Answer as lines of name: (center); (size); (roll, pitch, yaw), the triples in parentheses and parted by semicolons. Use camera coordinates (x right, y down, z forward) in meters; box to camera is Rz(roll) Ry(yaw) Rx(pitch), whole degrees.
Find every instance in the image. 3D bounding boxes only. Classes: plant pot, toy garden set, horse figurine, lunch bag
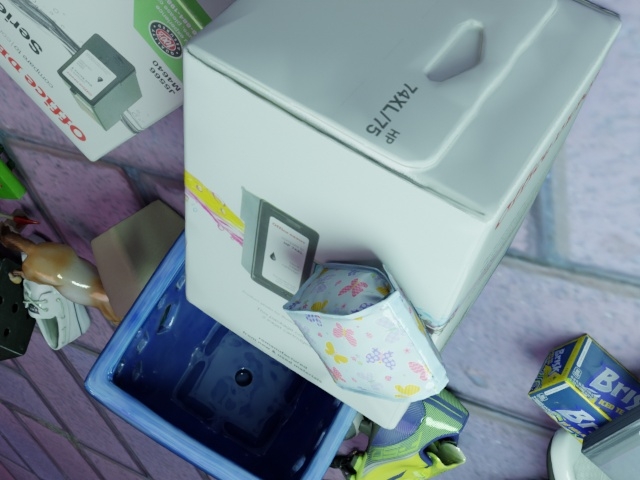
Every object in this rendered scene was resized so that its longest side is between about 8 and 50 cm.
plant pot: (-0.204, 0.015, 1.014); (0.109, 0.109, 0.096); (-21, 102, 54)
toy garden set: (-0.488, -0.082, 1.221); (0.244, 0.049, 0.203); (5, 139, 35)
horse figurine: (-0.334, 0.056, 1.186); (0.263, 0.066, 0.174); (32, 155, -12)
lunch bag: (0.032, 0.052, 0.494); (0.083, 0.053, 0.071); (3, 132, 55)
plant pot: (-0.075, 0.133, 0.899); (0.236, 0.236, 0.212); (30, 159, 5)
plant pot: (-0.547, 0.095, 1.354); (0.167, 0.187, 0.188); (5, 160, 18)

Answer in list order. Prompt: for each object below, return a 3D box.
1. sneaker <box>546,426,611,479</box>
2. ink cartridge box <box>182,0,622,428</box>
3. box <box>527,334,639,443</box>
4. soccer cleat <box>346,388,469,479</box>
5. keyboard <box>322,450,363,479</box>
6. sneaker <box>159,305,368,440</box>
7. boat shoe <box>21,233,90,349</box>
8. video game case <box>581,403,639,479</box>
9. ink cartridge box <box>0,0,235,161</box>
sneaker: (0.243, 0.288, 0.897); (0.147, 0.104, 0.295); (1, 137, 37)
ink cartridge box: (0.040, -0.044, 0.600); (0.197, 0.198, 0.270); (31, 146, 13)
box: (0.268, 0.163, 0.760); (0.169, 0.059, 0.054); (41, 144, -4)
soccer cleat: (0.104, 0.253, 1.010); (0.121, 0.093, 0.289); (22, 145, 13)
keyboard: (0.058, 0.380, 1.270); (0.201, 0.033, 0.317); (49, 146, -16)
sneaker: (-0.102, 0.196, 1.059); (0.296, 0.178, 0.123); (32, 147, 10)
boat shoe: (-0.418, 0.090, 1.338); (0.083, 0.075, 0.226); (20, 143, 27)
video game case: (0.376, 0.207, 0.680); (0.274, 0.026, 0.196); (41, 127, -5)
ink cartridge box: (-0.165, -0.197, 0.690); (0.198, 0.114, 0.273); (49, 146, -17)
